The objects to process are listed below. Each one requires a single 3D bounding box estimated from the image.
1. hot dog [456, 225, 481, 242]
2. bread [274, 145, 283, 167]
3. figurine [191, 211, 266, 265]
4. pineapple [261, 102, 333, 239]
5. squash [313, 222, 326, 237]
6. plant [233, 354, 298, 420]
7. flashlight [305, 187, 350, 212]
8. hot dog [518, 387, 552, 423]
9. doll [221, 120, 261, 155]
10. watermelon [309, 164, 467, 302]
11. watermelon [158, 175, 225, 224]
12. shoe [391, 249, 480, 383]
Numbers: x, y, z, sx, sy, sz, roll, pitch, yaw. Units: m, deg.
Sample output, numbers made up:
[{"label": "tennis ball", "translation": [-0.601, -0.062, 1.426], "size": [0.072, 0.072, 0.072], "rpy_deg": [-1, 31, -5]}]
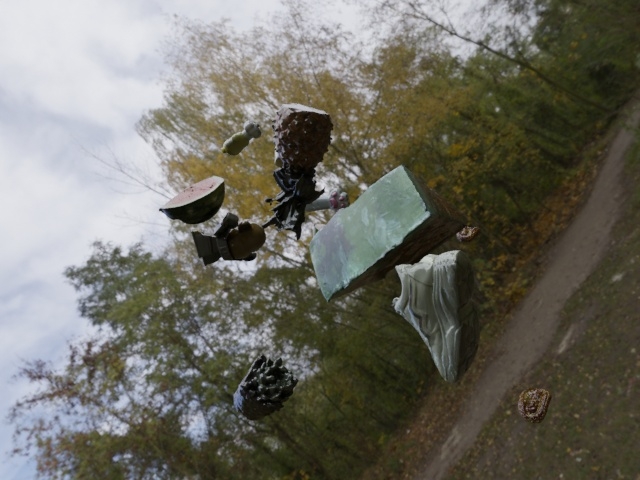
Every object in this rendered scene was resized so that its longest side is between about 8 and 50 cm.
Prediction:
[{"label": "hot dog", "translation": [0.717, -0.036, 2.055], "size": [0.147, 0.099, 0.065], "rpy_deg": [-21, -68, -44]}, {"label": "bread", "translation": [-0.145, -0.393, 1.807], "size": [0.139, 0.060, 0.178], "rpy_deg": [-52, 22, 25]}, {"label": "figurine", "translation": [-0.370, 0.003, 1.805], "size": [0.284, 0.167, 0.342], "rpy_deg": [-13, -10, 1]}, {"label": "pineapple", "translation": [-0.061, -0.164, 1.122], "size": [0.165, 0.165, 0.365], "rpy_deg": [-28, -48, -57]}, {"label": "squash", "translation": [0.003, 0.007, 1.749], "size": [0.105, 0.105, 0.132], "rpy_deg": [-22, -47, -62]}, {"label": "plant", "translation": [-0.148, 0.391, 1.144], "size": [0.194, 0.129, 0.132], "rpy_deg": [-51, 7, 36]}, {"label": "flashlight", "translation": [0.009, -0.137, 1.549], "size": [0.047, 0.200, 0.093], "rpy_deg": [-47, -52, -51]}, {"label": "hot dog", "translation": [0.434, 0.328, 0.864], "size": [0.058, 0.035, 0.083], "rpy_deg": [-10, 21, 44]}, {"label": "doll", "translation": [-0.280, -0.363, 1.525], "size": [0.162, 0.062, 0.106], "rpy_deg": [-36, -8, 13]}, {"label": "watermelon", "translation": [0.118, -0.016, 0.849], "size": [0.264, 0.151, 0.302], "rpy_deg": [-42, -19, 26]}, {"label": "watermelon", "translation": [-0.456, -0.144, 1.678], "size": [0.303, 0.159, 0.128], "rpy_deg": [-47, -47, -43]}, {"label": "shoe", "translation": [0.284, 0.187, 1.096], "size": [0.132, 0.210, 0.342], "rpy_deg": [-20, -74, -45]}]
